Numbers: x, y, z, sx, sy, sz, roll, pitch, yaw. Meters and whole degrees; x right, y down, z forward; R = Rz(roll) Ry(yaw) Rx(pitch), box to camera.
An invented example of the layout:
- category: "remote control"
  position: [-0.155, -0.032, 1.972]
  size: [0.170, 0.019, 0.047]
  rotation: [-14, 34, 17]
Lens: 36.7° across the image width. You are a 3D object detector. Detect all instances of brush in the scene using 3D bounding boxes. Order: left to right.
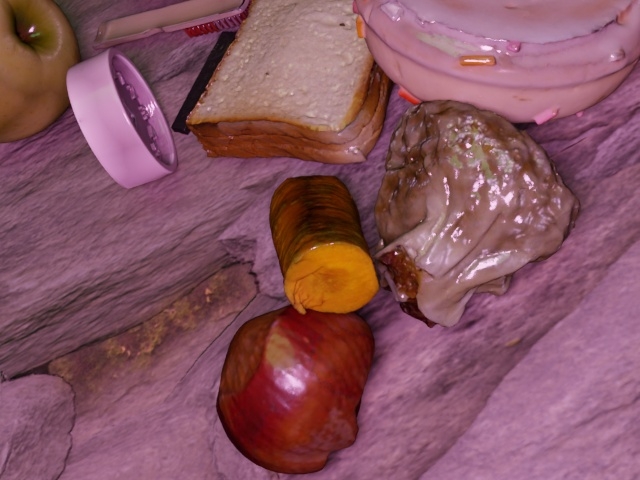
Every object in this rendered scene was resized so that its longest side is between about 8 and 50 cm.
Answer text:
- category: "brush"
  position: [-0.241, -0.356, 1.581]
  size: [0.321, 0.050, 0.060]
  rotation: [-4, 61, 31]

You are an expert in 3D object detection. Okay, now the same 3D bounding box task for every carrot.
- category: "carrot"
  position: [0.000, 0.000, 1.123]
  size: [0.114, 0.114, 0.302]
  rotation: [-29, 19, 5]

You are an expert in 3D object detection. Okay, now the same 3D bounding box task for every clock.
- category: "clock"
  position: [-0.281, -0.173, 1.382]
  size: [0.068, 0.197, 0.197]
  rotation: [-24, 53, 9]

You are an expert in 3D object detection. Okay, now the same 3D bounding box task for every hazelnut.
- category: "hazelnut"
  position: [-0.033, 0.164, 1.097]
  size: [0.202, 0.160, 0.170]
  rotation: [-64, 32, 25]

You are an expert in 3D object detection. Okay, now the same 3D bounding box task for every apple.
- category: "apple"
  position: [-0.515, -0.279, 1.520]
  size: [0.279, 0.279, 0.279]
  rotation: [-12, 56, 18]

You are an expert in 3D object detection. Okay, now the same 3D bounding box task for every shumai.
- category: "shumai"
  position: [0.143, -0.021, 1.096]
  size: [0.256, 0.189, 0.218]
  rotation: [19, 70, 45]

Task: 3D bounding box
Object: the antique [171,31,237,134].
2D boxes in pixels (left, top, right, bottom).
- category: "antique"
  position: [-0.178, -0.246, 1.496]
  size: [0.031, 0.015, 0.192]
  rotation: [11, 65, 30]

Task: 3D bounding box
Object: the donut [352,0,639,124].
- category: "donut"
  position: [0.218, -0.280, 1.187]
  size: [0.382, 0.142, 0.383]
  rotation: [3, 44, -3]

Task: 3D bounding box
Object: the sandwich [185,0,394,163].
- category: "sandwich"
  position: [-0.011, -0.248, 1.370]
  size: [0.271, 0.099, 0.301]
  rotation: [10, 61, 24]
